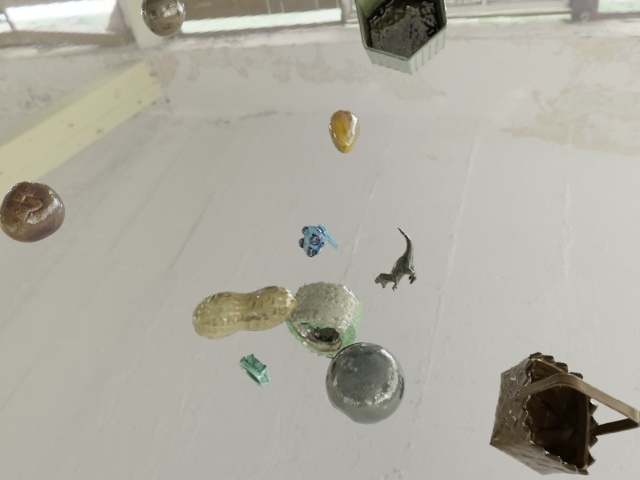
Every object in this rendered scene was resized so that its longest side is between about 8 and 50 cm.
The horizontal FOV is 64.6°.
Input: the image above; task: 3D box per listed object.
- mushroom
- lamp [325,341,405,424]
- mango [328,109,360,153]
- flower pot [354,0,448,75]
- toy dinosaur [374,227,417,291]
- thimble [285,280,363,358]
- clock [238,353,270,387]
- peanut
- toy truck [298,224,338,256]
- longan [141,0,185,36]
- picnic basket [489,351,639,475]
[{"bbox_3d":[-1.011,-0.108,1.780,0.194,0.138,0.231,9,-114,-18],"label":"mushroom"},{"bbox_3d":[0.095,0.333,1.215,0.182,0.182,0.314,-18,173,-8],"label":"lamp"},{"bbox_3d":[0.072,-0.344,1.574,0.090,0.115,0.178,-21,-155,26],"label":"mango"},{"bbox_3d":[0.211,-0.559,1.304,0.239,0.209,0.189,20,-170,9],"label":"flower pot"},{"bbox_3d":[0.248,0.076,1.727,0.187,0.179,0.087,-34,-179,9],"label":"toy dinosaur"},{"bbox_3d":[0.009,0.229,1.483,0.219,0.219,0.150,4,-137,19],"label":"thimble"},{"bbox_3d":[-0.184,0.365,1.434,0.101,0.135,0.041,41,-115,10],"label":"clock"},{"bbox_3d":[-0.206,0.186,1.346,0.298,0.136,0.120,-11,-118,8],"label":"peanut"},{"bbox_3d":[0.000,0.000,1.191,0.090,0.073,0.056,-4,-144,-31],"label":"toy truck"},{"bbox_3d":[-0.354,-0.520,1.146,0.092,0.113,0.113,20,-135,14],"label":"longan"},{"bbox_3d":[0.637,0.455,1.354,0.254,0.321,0.291,30,-126,-6],"label":"picnic basket"}]
